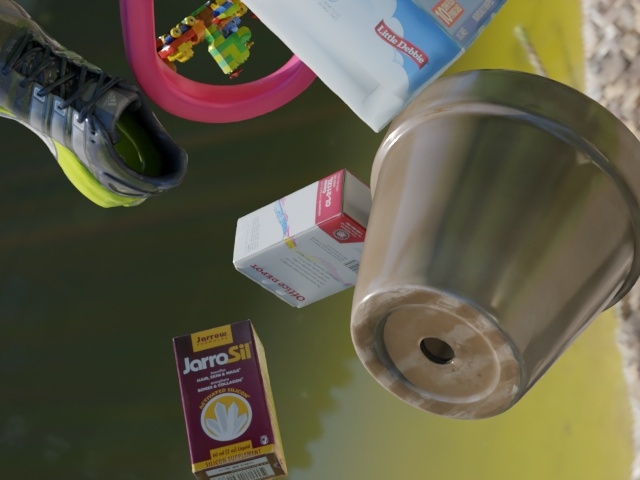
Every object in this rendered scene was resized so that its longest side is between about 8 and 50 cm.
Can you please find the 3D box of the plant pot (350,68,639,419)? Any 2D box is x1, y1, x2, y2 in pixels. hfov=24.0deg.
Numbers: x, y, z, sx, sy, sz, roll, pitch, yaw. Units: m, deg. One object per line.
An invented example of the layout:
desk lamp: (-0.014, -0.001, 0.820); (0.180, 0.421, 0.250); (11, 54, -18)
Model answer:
plant pot: (0.167, 0.026, 1.593); (0.323, 0.323, 0.280); (-24, 25, 44)

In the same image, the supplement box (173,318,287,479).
supplement box: (-0.112, 0.204, 1.848); (0.104, 0.081, 0.188); (-15, 57, 2)

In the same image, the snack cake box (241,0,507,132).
snack cake box: (0.051, -0.196, 1.063); (0.089, 0.152, 0.264); (-42, 5, 31)

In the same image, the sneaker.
sneaker: (-0.238, -0.143, 1.435); (0.121, 0.300, 0.111); (-3, 55, 49)

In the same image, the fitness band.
fitness band: (-0.086, -0.228, 1.429); (0.291, 0.209, 0.054); (93, 162, -48)

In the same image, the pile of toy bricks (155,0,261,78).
pile of toy bricks: (-0.137, -0.274, 2.067); (0.212, 0.105, 0.118); (-44, 12, -36)

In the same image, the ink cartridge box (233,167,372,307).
ink cartridge box: (0.000, 0.000, 1.819); (0.175, 0.127, 0.072); (-23, 48, 33)
